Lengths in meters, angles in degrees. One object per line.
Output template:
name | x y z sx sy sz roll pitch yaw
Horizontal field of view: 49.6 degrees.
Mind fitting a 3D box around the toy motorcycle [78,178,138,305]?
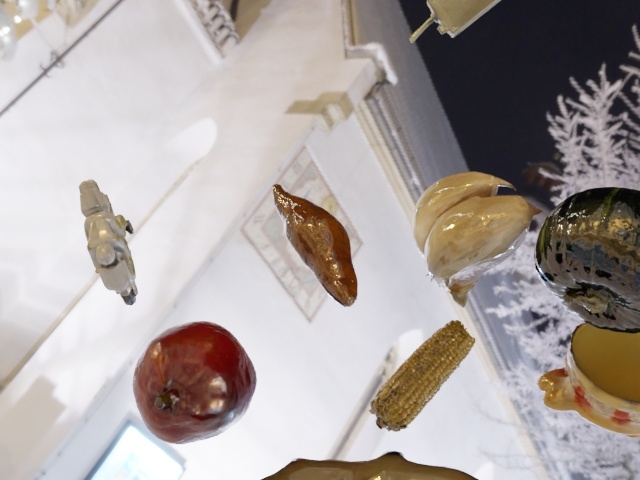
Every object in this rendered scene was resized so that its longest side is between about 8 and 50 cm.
toy motorcycle | -0.366 0.007 1.197 0.151 0.074 0.228 167 -93 -85

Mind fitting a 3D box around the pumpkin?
pumpkin | 0.607 0.041 1.426 0.323 0.241 0.323 24 -29 14

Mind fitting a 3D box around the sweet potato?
sweet potato | -0.002 -0.003 1.355 0.359 0.112 0.112 52 -13 36

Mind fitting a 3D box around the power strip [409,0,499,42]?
power strip | 0.218 -0.379 1.125 0.075 0.175 0.042 54 12 0

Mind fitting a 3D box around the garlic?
garlic | 0.341 -0.019 1.624 0.249 0.286 0.313 21 -44 -1

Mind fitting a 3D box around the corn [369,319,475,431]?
corn | 0.239 0.320 1.647 0.115 0.318 0.115 43 -8 7

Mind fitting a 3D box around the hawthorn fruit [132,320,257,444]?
hawthorn fruit | -0.278 0.303 1.469 0.265 0.265 0.307 28 1 13

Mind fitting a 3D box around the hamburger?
hamburger | 0.680 0.332 1.626 0.303 0.261 0.186 -4 -49 -11

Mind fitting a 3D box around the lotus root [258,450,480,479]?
lotus root | 0.033 0.301 0.394 0.316 0.316 0.250 3 -65 47
